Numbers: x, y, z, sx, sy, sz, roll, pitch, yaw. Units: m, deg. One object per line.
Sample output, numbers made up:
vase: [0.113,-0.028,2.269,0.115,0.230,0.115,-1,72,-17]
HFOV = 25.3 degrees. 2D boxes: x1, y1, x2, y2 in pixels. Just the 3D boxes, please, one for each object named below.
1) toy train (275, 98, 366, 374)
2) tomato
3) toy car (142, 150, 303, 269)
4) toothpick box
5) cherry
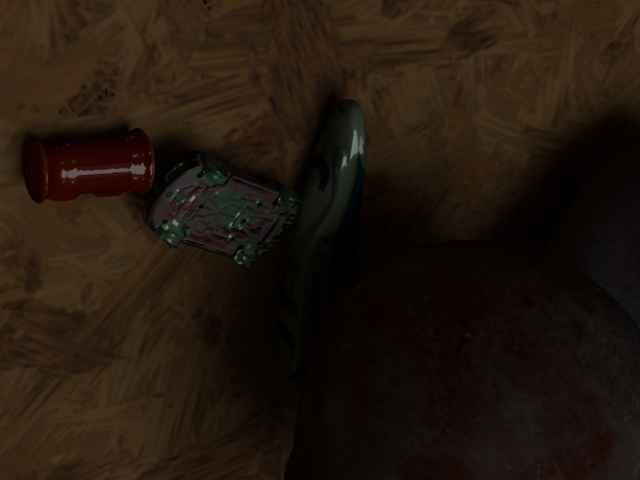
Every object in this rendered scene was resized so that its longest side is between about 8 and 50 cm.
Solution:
toy train: [0.000,0.000,1.109,0.051,0.052,0.234,-10,124,-22]
tomato: [0.110,0.156,1.056,0.316,0.282,0.317,5,90,-71]
toy car: [-0.073,-0.026,1.041,0.069,0.055,0.142,-51,144,15]
toothpick box: [-0.160,-0.051,0.973,0.083,0.047,0.047,-7,122,-28]
cherry: [0.279,0.033,1.220,0.213,0.183,0.266,-29,128,-55]
